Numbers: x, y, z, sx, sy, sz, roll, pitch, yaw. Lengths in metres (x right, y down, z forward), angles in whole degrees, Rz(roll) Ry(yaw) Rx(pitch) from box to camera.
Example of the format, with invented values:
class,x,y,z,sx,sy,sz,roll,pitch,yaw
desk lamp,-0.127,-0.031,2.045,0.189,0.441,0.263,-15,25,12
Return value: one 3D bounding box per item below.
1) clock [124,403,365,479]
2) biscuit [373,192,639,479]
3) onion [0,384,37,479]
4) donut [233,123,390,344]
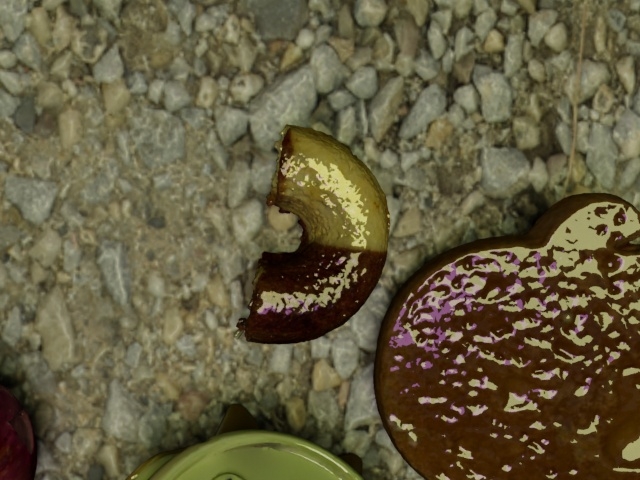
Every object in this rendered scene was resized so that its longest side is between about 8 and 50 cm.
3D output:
class,x,y,z,sx,sy,sz,roll,pitch,yaw
clock,-0.054,0.287,0.514,0.286,0.349,0.117,25,131,-6
biscuit,0.236,0.110,0.622,0.367,0.063,0.315,4,98,6
onion,-0.337,0.196,0.559,0.177,0.153,0.178,0,90,-17
donut,0.000,-0.002,0.614,0.141,0.085,0.217,7,89,-5
